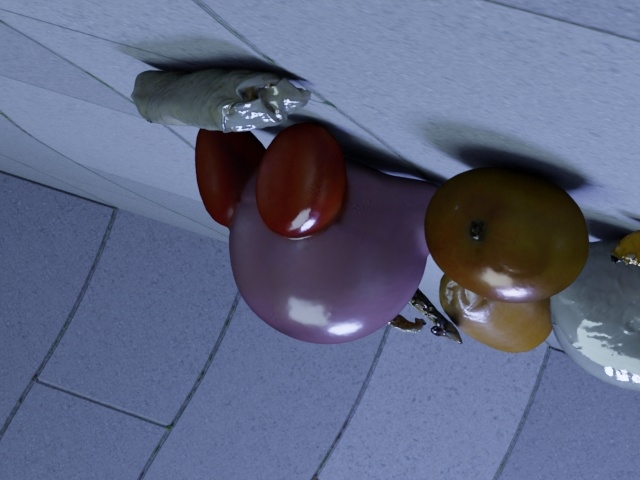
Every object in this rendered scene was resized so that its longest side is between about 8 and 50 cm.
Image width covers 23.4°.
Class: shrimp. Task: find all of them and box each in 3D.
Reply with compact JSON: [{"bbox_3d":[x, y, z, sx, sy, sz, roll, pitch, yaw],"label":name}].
[{"bbox_3d":[0.120,0.080,2.084,0.195,0.035,0.148,37,-172,-19],"label":"shrimp"}]

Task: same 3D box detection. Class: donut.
[{"bbox_3d":[0.327,0.018,1.488,0.083,0.067,0.038,-22,174,27],"label":"donut"}]

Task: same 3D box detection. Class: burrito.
[{"bbox_3d":[-0.106,-0.132,1.446,0.082,0.059,0.275,4,-176,-31],"label":"burrito"}]

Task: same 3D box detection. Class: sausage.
[{"bbox_3d":[0.250,0.085,2.178,0.134,0.116,0.354,-28,161,13],"label":"sausage"}]

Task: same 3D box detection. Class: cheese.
[{"bbox_3d":[0.337,0.082,1.646,0.198,0.154,0.189,18,-179,7],"label":"cheese"}]

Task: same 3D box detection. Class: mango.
[{"bbox_3d":[0.170,-0.007,1.451,0.151,0.120,0.221,18,-177,-6],"label":"mango"}]

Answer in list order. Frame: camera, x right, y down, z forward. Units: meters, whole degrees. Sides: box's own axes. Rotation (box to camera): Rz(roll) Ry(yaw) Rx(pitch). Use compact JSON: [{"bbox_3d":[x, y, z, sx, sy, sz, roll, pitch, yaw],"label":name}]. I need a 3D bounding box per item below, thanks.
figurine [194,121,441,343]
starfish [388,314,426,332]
[{"bbox_3d":[-0.008,0.003,1.689,0.261,0.211,0.269,22,175,-33],"label":"figurine"},{"bbox_3d":[0.055,0.051,2.202,0.231,0.048,0.295,32,-160,-18],"label":"starfish"}]
